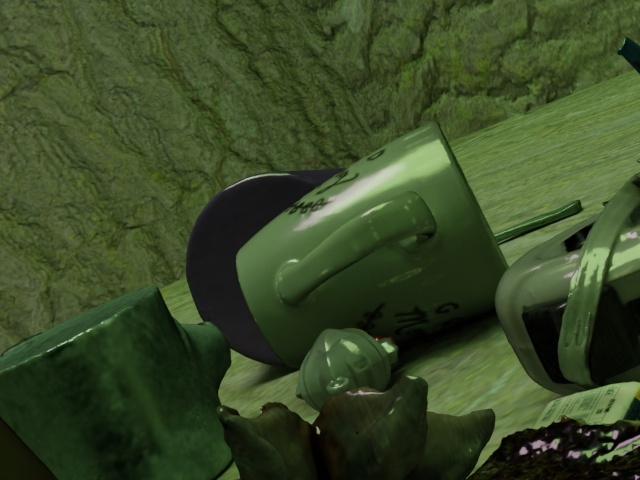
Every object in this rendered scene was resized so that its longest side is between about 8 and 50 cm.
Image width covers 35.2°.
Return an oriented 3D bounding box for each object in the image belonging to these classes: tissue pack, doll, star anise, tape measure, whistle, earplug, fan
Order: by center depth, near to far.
[{"bbox_3d":[0.135,0.108,0.508,0.062,0.042,0.083,-24,6,33],"label":"tissue pack"},{"bbox_3d":[0.011,0.131,0.534,0.172,0.063,0.208,-3,-35,-24],"label":"star anise"},{"bbox_3d":[0.206,0.023,0.618,0.197,0.120,0.236,-26,1,13],"label":"tape measure"},{"bbox_3d":[0.027,0.108,0.846,0.094,0.079,0.180,-25,-6,12],"label":"doll"},{"bbox_3d":[-0.256,0.184,0.875,0.405,0.168,0.188,-26,6,-11],"label":"whistle"},{"bbox_3d":[0.235,-0.008,1.261,0.193,0.016,0.038,-23,3,16],"label":"fan"},{"bbox_3d":[0.000,0.000,1.297,0.215,0.215,0.456,-24,3,14],"label":"earplug"}]

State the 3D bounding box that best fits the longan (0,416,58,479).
[{"bbox_3d":[-0.196,0.166,0.324,0.300,0.300,0.243,-26,-15,-2],"label":"longan"}]

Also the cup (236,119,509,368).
[{"bbox_3d":[0.041,0.014,0.936,0.234,0.186,0.258,-26,-11,8],"label":"cup"}]

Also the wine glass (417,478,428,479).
[{"bbox_3d":[-0.054,0.193,0.455,0.262,0.074,0.074,-27,6,3],"label":"wine glass"}]

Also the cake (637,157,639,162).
[{"bbox_3d":[0.353,-0.051,0.752,0.116,0.113,0.295,-58,11,10],"label":"cake"}]

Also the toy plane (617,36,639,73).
[{"bbox_3d":[0.401,-0.129,0.961,0.271,0.254,0.105,68,-138,-75],"label":"toy plane"}]

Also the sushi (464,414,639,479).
[{"bbox_3d":[0.108,0.113,0.358,0.078,0.090,0.150,-34,11,-36],"label":"sushi"}]
